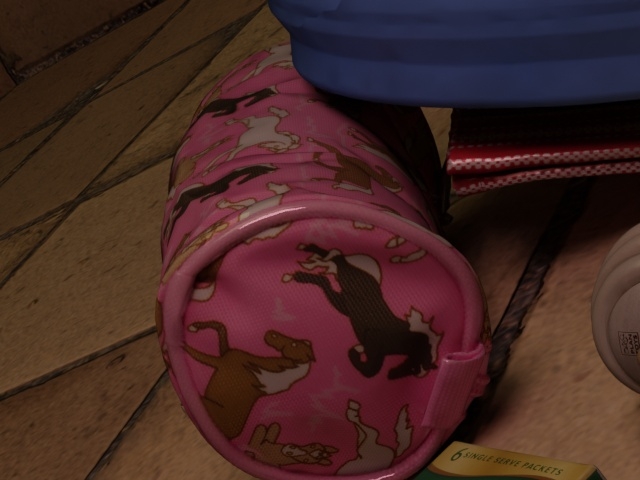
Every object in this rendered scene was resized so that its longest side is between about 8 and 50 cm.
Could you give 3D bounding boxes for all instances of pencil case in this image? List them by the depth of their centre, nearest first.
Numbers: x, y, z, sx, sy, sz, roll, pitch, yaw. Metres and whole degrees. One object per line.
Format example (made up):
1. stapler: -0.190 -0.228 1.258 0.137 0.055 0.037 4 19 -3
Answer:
1. pencil case: 0.000 0.000 1.063 0.167 0.160 0.386 -21 16 7

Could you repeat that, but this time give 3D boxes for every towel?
1. towel: 0.177 -0.091 1.103 0.199 0.031 0.275 -5 22 11

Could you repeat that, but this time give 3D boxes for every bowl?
1. bowl: 0.160 -0.155 1.096 0.391 0.077 0.391 -7 17 2

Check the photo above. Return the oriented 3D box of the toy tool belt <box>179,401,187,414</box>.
1. toy tool belt: -0.063 0.068 1.192 0.083 0.051 0.052 -27 16 25

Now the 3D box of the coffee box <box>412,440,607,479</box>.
1. coffee box: 0.028 0.155 0.759 0.184 0.040 0.113 -40 16 -20

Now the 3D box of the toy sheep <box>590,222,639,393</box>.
1. toy sheep: 0.156 0.029 0.800 0.091 0.091 0.132 -27 -2 26
